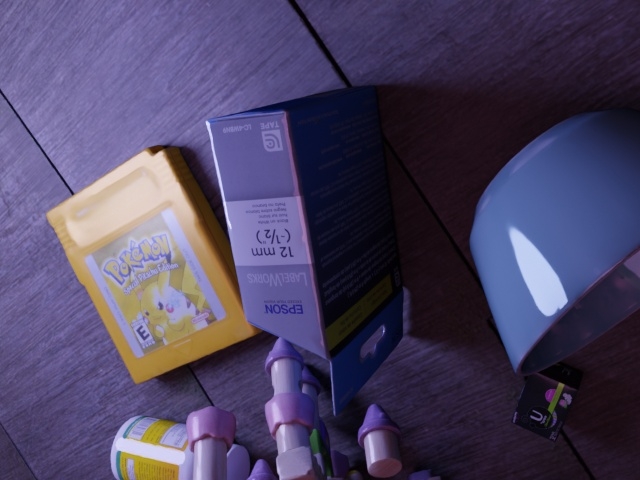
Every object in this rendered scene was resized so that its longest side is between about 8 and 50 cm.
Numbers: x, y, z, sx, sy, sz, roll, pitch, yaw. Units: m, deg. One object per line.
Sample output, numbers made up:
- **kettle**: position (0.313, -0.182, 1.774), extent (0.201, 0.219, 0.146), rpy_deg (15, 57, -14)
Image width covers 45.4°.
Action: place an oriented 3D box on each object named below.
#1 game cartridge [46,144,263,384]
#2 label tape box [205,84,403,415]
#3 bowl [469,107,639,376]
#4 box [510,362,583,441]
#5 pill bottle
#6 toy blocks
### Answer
- **game cartridge**: position (-0.264, 0.043, 1.200), extent (0.285, 0.053, 0.323), rpy_deg (-26, 94, 31)
- **label tape box**: position (0.000, 0.000, 0.938), extent (0.115, 0.249, 0.347), rpy_deg (-1, 106, 27)
- **bowl**: position (0.280, -0.017, 0.793), extent (0.311, 0.312, 0.163), rpy_deg (-50, 62, 30)
- **box**: position (0.288, 0.200, 0.973), extent (0.062, 0.052, 0.083), rpy_deg (22, 116, 19)
- **pill bottle**: position (-0.225, 0.358, 1.244), extent (0.209, 0.118, 0.117), rpy_deg (4, 108, 26)
- **toy blocks**: position (0.002, 0.280, 1.073), extent (0.309, 0.260, 0.288), rpy_deg (-15, 131, 6)
